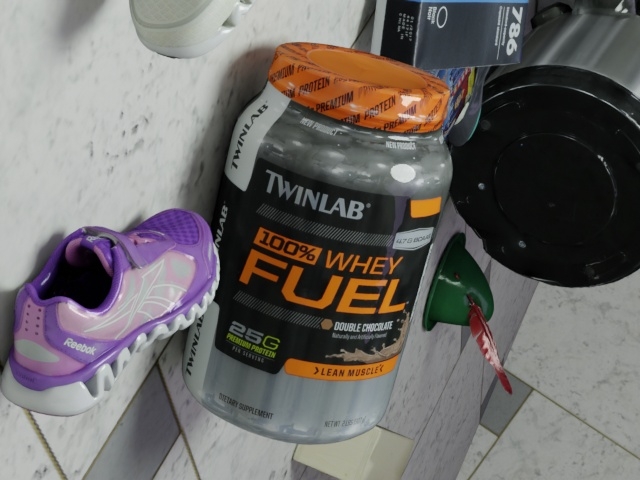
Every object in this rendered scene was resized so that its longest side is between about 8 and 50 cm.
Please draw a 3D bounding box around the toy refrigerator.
[{"bbox_3d":[0.051,0.303,1.905,0.094,0.102,0.269,-68,163,-5],"label":"toy refrigerator"}]

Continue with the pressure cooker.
[{"bbox_3d":[0.422,-0.174,2.067,0.370,0.375,0.420,-44,-178,39],"label":"pressure cooker"}]

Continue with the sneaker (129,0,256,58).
[{"bbox_3d":[-0.080,-0.269,0.892,0.118,0.110,0.292,25,77,-65],"label":"sneaker"}]

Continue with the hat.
[{"bbox_3d":[0.290,0.111,2.270,0.173,0.184,0.208,-37,143,-61],"label":"hat"}]

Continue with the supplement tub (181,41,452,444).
[{"bbox_3d":[0.000,0.000,1.236,0.207,0.207,0.338,-30,137,-64],"label":"supplement tub"}]

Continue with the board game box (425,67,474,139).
[{"bbox_3d":[0.132,-0.193,1.664,0.194,0.060,0.194,-58,159,-31],"label":"board game box"}]

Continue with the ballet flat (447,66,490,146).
[{"bbox_3d":[0.191,-0.218,1.819,0.074,0.074,0.203,-44,156,-54],"label":"ballet flat"}]

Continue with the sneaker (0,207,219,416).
[{"bbox_3d":[-0.154,0.029,1.008,0.236,0.095,0.104,-47,144,-49],"label":"sneaker"}]

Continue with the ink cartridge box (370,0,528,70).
[{"bbox_3d":[0.175,-0.286,1.545,0.333,0.065,0.165,-17,117,-56],"label":"ink cartridge box"}]

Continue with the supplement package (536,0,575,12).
[{"bbox_3d":[0.504,-0.460,2.292,0.293,0.175,0.177,-60,159,-29],"label":"supplement package"}]
